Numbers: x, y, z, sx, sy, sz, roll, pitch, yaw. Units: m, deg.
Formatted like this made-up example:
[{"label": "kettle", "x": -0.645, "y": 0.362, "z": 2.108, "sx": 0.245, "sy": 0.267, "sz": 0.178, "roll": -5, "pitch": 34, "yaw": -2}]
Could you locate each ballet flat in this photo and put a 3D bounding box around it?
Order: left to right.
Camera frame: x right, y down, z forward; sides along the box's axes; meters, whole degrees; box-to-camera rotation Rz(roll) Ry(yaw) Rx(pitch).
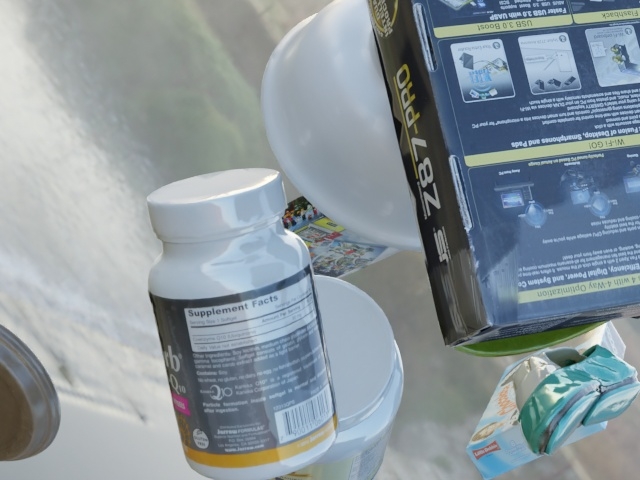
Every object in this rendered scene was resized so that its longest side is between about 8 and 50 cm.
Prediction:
[{"label": "ballet flat", "x": 0.232, "y": 0.147, "z": 1.138, "sx": 0.087, "sy": 0.083, "sz": 0.247, "roll": 38, "pitch": 21, "yaw": 24}]

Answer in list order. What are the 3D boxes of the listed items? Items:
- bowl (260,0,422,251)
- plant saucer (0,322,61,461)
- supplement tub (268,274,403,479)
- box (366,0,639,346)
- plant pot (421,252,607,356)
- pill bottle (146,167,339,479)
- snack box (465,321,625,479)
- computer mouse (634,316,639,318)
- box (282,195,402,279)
[{"label": "bowl", "x": 0.099, "y": -0.148, "z": 1.162, "sx": 0.298, "sy": 0.298, "sz": 0.134, "roll": 56, "pitch": -30, "yaw": 15}, {"label": "plant saucer", "x": -0.493, "y": 0.208, "z": 1.648, "sx": 0.278, "sy": 0.278, "sz": 0.041, "roll": 53, "pitch": 37, "yaw": -15}, {"label": "supplement tub", "x": -0.016, "y": 0.207, "z": 1.556, "sx": 0.235, "sy": 0.235, "sz": 0.325, "roll": 58, "pitch": -18, "yaw": 24}, {"label": "box", "x": 0.255, "y": -0.105, "z": 0.923, "sx": 0.097, "sy": 0.395, "sz": 0.318, "roll": 132, "pitch": -53, "yaw": -67}, {"label": "plant pot", "x": 0.259, "y": -0.094, "z": 1.562, "sx": 0.366, "sy": 0.366, "sz": 0.353, "roll": 44, "pitch": 19, "yaw": -56}, {"label": "pill bottle", "x": -0.079, "y": 0.079, "z": 1.154, "sx": 0.162, "sy": 0.162, "sz": 0.278, "roll": -97, "pitch": 177, "yaw": -76}, {"label": "snack box", "x": 0.332, "y": 0.223, "z": 1.705, "sx": 0.060, "sy": 0.187, "sz": 0.322, "roll": 58, "pitch": 24, "yaw": -3}, {"label": "computer mouse", "x": 0.356, "y": 0.059, "z": 1.337, "sx": 0.071, "sy": 0.041, "sz": 0.242, "roll": 41, "pitch": 2, "yaw": -2}, {"label": "box", "x": 0.000, "y": 0.000, "z": 1.708, "sx": 0.233, "sy": 0.159, "sz": 0.044, "roll": 19, "pitch": 53, "yaw": -54}]
